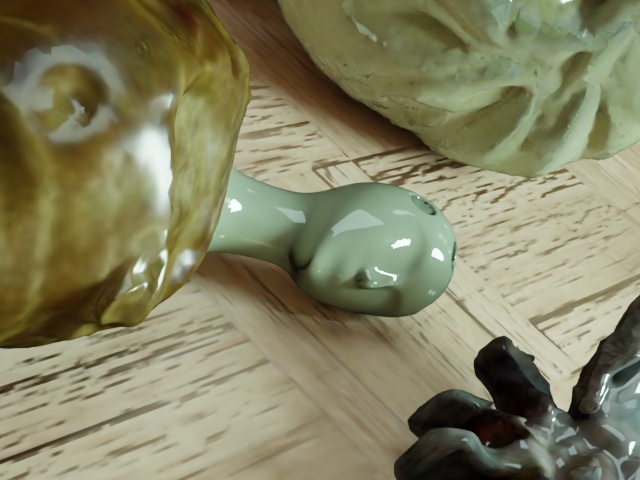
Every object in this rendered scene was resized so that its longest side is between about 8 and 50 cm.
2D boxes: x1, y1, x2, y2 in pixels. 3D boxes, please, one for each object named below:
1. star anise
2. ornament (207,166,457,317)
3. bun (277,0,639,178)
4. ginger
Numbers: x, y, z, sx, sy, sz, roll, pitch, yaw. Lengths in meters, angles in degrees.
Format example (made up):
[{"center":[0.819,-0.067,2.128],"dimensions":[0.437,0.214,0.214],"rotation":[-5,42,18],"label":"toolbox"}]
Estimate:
[{"center":[0.142,0.113,0.681],"dimensions":[0.198,0.111,0.257],"rotation":[42,40,21],"label":"star anise"},{"center":[0.000,0.000,0.764],"dimensions":[0.156,0.075,0.081],"rotation":[15,23,-25],"label":"ornament"},{"center":[0.153,-0.206,0.909],"dimensions":[0.359,0.360,0.211],"rotation":[14,27,-23],"label":"bun"},{"center":[-0.173,-0.040,0.599],"dimensions":[0.357,0.153,0.274],"rotation":[-21,29,-40],"label":"ginger"}]
